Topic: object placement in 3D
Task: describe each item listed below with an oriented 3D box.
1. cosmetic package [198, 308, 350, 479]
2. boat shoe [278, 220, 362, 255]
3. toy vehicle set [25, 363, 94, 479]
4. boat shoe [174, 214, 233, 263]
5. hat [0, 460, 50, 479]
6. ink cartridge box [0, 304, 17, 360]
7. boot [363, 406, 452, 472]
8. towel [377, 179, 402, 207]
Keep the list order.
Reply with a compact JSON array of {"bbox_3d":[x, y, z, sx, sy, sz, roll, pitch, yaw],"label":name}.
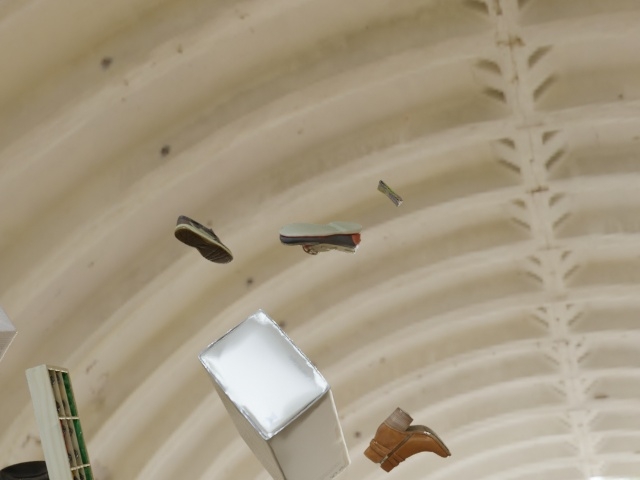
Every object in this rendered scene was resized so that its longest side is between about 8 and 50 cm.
[{"bbox_3d":[-0.057,0.246,1.386,0.113,0.160,0.309,-36,-27,-15],"label":"cosmetic package"},{"bbox_3d":[0.000,0.000,1.328,0.137,0.049,0.043,-3,-66,-40],"label":"boat shoe"},{"bbox_3d":[-0.434,0.347,1.663,0.035,0.267,0.166,-15,-8,-4],"label":"toy vehicle set"},{"bbox_3d":[-0.228,-0.003,1.951,0.056,0.049,0.152,-22,-40,27],"label":"boat shoe"},{"bbox_3d":[-0.649,0.574,2.180,0.331,0.134,0.331,-13,-45,-13],"label":"hat"},{"bbox_3d":[-0.818,0.285,2.059,0.207,0.119,0.353,5,-55,-55],"label":"ink cartridge box"},{"bbox_3d":[0.219,0.529,2.467,0.197,0.152,0.073,37,3,-7],"label":"boot"},{"bbox_3d":[0.133,-0.090,1.899,0.060,0.009,0.083,42,-4,4],"label":"towel"}]
